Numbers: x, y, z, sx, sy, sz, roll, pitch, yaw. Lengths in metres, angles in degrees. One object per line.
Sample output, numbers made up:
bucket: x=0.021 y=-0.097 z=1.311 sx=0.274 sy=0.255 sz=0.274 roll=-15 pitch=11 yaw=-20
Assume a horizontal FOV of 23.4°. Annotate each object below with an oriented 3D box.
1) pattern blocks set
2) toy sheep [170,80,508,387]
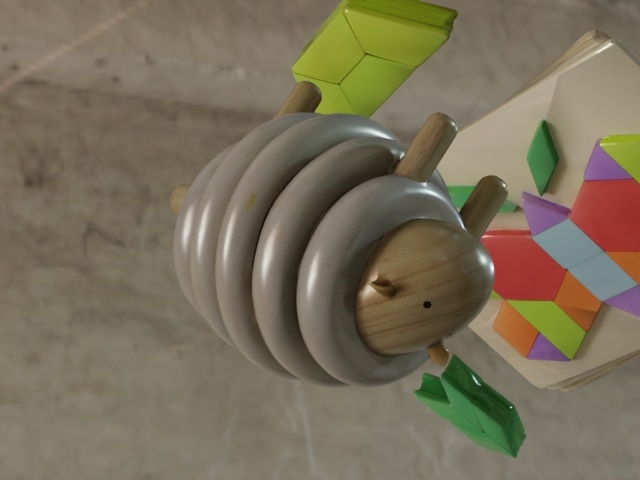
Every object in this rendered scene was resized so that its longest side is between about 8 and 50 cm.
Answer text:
pattern blocks set: x=0.113 y=-0.003 z=0.653 sx=0.285 sy=0.026 sz=0.325 roll=31 pitch=-40 yaw=-5
toy sheep: x=0.000 y=0.000 z=0.473 sx=0.091 sy=0.091 sz=0.132 roll=31 pitch=-10 yaw=-41
